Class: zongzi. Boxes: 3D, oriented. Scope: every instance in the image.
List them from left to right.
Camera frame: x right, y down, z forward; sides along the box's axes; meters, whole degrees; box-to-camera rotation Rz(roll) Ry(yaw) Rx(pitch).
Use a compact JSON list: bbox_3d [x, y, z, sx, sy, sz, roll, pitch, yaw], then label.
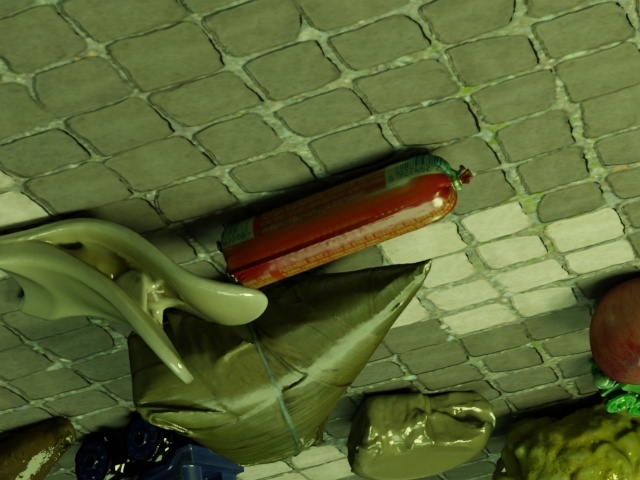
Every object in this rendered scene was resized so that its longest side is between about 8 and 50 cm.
[{"bbox_3d":[0.004,0.129,1.932,0.360,0.160,0.323,-24,157,13],"label":"zongzi"}]

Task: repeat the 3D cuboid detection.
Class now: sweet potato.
[{"bbox_3d":[-0.433,0.300,2.188,0.285,0.085,0.112,-17,149,14],"label":"sweet potato"}]

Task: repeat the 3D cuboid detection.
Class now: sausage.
[{"bbox_3d":[0.029,-0.022,1.698,0.264,0.083,0.083,-20,153,19],"label":"sausage"}]

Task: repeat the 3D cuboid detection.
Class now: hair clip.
[{"bbox_3d":[-0.198,0.049,1.719,0.282,0.113,0.172,23,164,23],"label":"hair clip"}]

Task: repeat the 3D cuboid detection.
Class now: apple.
[{"bbox_3d":[0.395,0.107,2.047,0.153,0.120,0.153,-10,160,-4],"label":"apple"}]

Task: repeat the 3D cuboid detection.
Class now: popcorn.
[{"bbox_3d":[0.361,0.331,2.400,0.242,0.235,0.250,-43,165,-41],"label":"popcorn"}]

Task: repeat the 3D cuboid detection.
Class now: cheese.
[{"bbox_3d":[0.134,0.258,2.297,0.202,0.091,0.175,-8,154,-7],"label":"cheese"}]

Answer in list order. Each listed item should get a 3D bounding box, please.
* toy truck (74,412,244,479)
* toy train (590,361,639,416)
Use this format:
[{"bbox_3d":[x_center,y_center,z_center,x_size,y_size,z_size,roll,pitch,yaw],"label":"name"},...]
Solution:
[{"bbox_3d":[-0.204,0.328,2.222,0.213,0.177,0.161,-28,150,32],"label":"toy truck"},{"bbox_3d":[0.468,0.189,2.290,0.251,0.085,0.119,15,136,-40],"label":"toy train"}]
